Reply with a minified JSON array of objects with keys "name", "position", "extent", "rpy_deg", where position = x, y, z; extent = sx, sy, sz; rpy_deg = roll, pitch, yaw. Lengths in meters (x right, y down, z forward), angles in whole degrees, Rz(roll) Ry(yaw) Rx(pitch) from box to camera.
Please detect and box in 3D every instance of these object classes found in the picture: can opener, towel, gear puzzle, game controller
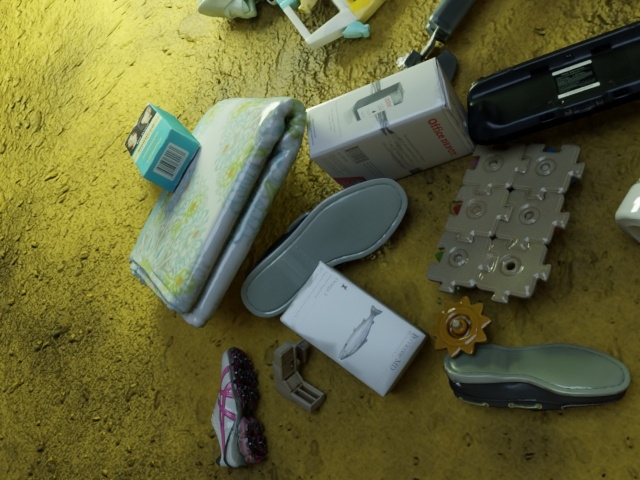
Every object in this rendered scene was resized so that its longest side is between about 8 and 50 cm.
[{"name":"can opener","position":[0.214,-0.347,1.156],"extent":[0.093,0.074,0.280],"rpy_deg":[32,90,-1]},{"name":"towel","position":[-0.175,-0.064,1.164],"extent":[0.320,0.090,0.374],"rpy_deg":[23,86,60]},{"name":"gear puzzle","position":[0.248,0.012,0.981],"extent":[0.175,0.044,0.339],"rpy_deg":[9,66,39]},{"name":"game controller","position":[0.361,-0.224,0.999],"extent":[0.319,0.067,0.166],"rpy_deg":[-17,43,23]}]

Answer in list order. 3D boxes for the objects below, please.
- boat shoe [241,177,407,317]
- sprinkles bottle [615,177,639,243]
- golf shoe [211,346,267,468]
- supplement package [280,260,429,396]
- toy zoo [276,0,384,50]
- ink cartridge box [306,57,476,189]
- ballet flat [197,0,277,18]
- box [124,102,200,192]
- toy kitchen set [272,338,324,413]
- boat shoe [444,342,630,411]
[{"name":"boat shoe","position":[0.000,0.000,1.109],"extent":[0.302,0.091,0.114],"rpy_deg":[-33,103,8]},{"name":"sprinkles bottle","position":[0.512,-0.146,0.877],"extent":[0.121,0.121,0.355],"rpy_deg":[32,88,33]},{"name":"golf shoe","position":[-0.142,0.260,1.105],"extent":[0.086,0.067,0.186],"rpy_deg":[-20,63,22]},{"name":"supplement package","position":[0.051,0.124,1.003],"extent":[0.179,0.105,0.105],"rpy_deg":[34,89,14]},{"name":"toy zoo","position":[0.006,-0.481,1.290],"extent":[0.192,0.030,0.293],"rpy_deg":[-36,74,5]},{"name":"ink cartridge box","position":[0.108,-0.167,1.080],"extent":[0.218,0.158,0.092],"rpy_deg":[-17,65,22]},{"name":"ballet flat","position":[-0.126,-0.485,1.381],"extent":[0.248,0.086,0.086],"rpy_deg":[-26,61,16]},{"name":"box","position":[-0.293,-0.176,1.291],"extent":[0.100,0.060,0.244],"rpy_deg":[-58,30,6]},{"name":"toy kitchen set","position":[-0.022,0.196,1.069],"extent":[0.075,0.083,0.068],"rpy_deg":[26,43,33]},{"name":"boat shoe","position":[0.277,0.181,0.913],"extent":[0.227,0.069,0.081],"rpy_deg":[1,37,26]}]
